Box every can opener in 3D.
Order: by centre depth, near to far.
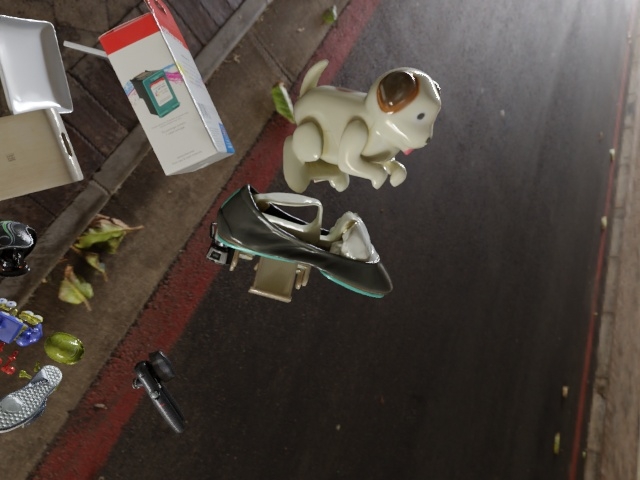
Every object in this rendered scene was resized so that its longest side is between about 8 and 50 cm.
[{"bbox_3d":[-0.309,0.305,0.965,0.059,0.073,0.186,-104,177,-70],"label":"can opener"}]

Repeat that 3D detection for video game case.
[{"bbox_3d":[-0.470,-0.395,1.046,0.122,0.087,0.011,-80,-175,-79],"label":"video game case"}]

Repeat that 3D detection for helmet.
[{"bbox_3d":[-0.971,0.018,1.532,0.169,0.161,0.169,-22,138,-21],"label":"helmet"}]

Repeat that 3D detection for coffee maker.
[{"bbox_3d":[-0.378,0.004,2.017,0.171,0.120,0.178,7,107,-61],"label":"coffee maker"}]

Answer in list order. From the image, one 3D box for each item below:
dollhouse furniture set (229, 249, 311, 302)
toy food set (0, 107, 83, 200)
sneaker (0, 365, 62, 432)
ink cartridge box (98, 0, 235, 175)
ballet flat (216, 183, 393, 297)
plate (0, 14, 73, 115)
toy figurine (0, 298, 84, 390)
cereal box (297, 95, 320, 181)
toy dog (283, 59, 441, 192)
[{"bbox_3d":[-0.138,0.088,1.364,0.212,0.242,0.161,17,74,-11],"label":"dollhouse furniture set"},{"bbox_3d":[-0.884,-0.242,1.429,0.306,0.092,0.219,-18,104,-14],"label":"toy food set"},{"bbox_3d":[-0.762,0.434,1.237,0.086,0.163,0.226,41,18,-5],"label":"sneaker"},{"bbox_3d":[-0.207,-0.210,0.667,0.134,0.078,0.231,-89,156,-80],"label":"ink cartridge box"},{"bbox_3d":[0.000,0.000,0.671,0.280,0.095,0.096,20,113,-24],"label":"ballet flat"},{"bbox_3d":[-0.871,-0.514,1.476,0.277,0.045,0.278,-65,152,-69],"label":"plate"},{"bbox_3d":[-0.931,0.300,1.484,0.363,0.217,0.191,29,70,0],"label":"toy figurine"},{"bbox_3d":[-0.029,-0.338,1.644,0.240,0.047,0.173,74,7,-47],"label":"cereal box"},{"bbox_3d":[0.135,-0.323,1.352,0.285,0.408,0.395,5,78,-51],"label":"toy dog"}]
